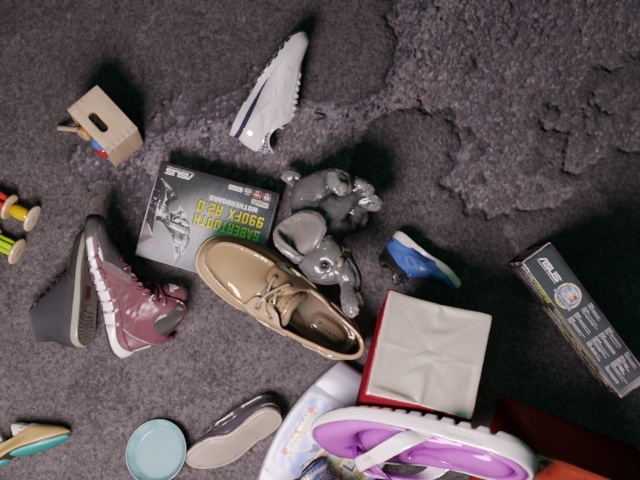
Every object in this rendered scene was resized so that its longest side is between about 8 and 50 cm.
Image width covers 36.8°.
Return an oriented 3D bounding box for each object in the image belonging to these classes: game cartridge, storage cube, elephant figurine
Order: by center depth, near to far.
[{"bbox_3d":[0.173,0.216,1.640,0.184,0.193,0.215,15,70,2],"label":"storage cube"},{"bbox_3d":[0.000,0.000,1.681,0.169,0.186,0.239,29,71,-22],"label":"elephant figurine"},{"bbox_3d":[0.017,0.379,1.747,0.198,0.062,0.297,32,91,1],"label":"game cartridge"}]

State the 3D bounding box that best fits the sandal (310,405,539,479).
[{"bbox_3d":[0.141,0.349,1.553,0.416,0.169,0.102,-4,48,38],"label":"sandal"}]

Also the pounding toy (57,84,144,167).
[{"bbox_3d":[-0.413,-0.207,1.768,0.100,0.130,0.141,-43,86,-10],"label":"pounding toy"}]

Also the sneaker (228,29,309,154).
[{"bbox_3d":[-0.076,-0.273,1.765,0.095,0.090,0.235,30,95,-8],"label":"sneaker"}]

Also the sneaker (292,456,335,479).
[{"bbox_3d":[-0.031,0.448,1.699,0.135,0.052,0.058,-42,92,4],"label":"sneaker"}]

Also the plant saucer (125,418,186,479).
[{"bbox_3d":[-0.300,0.391,1.772,0.119,0.021,0.119,-5,68,13],"label":"plant saucer"}]

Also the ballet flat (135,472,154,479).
[{"bbox_3d":[-0.259,0.464,1.767,0.173,0.057,0.049,13,58,1],"label":"ballet flat"}]

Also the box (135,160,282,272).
[{"bbox_3d":[-0.205,-0.029,1.773,0.231,0.056,0.183,16,90,5],"label":"box"}]

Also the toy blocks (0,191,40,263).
[{"bbox_3d":[-0.618,-0.040,1.808,0.148,0.054,0.123,25,90,5],"label":"toy blocks"}]

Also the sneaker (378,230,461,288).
[{"bbox_3d":[0.174,0.059,1.737,0.152,0.058,0.084,38,86,9],"label":"sneaker"}]

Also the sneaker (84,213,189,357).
[{"bbox_3d":[-0.326,0.070,1.743,0.163,0.106,0.281,-11,116,-6],"label":"sneaker"}]

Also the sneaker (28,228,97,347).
[{"bbox_3d":[-0.476,0.084,1.780,0.118,0.083,0.222,2,79,19],"label":"sneaker"}]

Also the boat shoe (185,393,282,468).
[{"bbox_3d":[-0.160,0.350,1.766,0.206,0.065,0.075,-33,122,14],"label":"boat shoe"}]

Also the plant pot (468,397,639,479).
[{"bbox_3d":[0.395,0.447,1.622,0.267,0.236,0.267,21,90,5],"label":"plant pot"}]

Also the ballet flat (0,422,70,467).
[{"bbox_3d":[-0.579,0.378,1.785,0.232,0.080,0.073,-25,72,2],"label":"ballet flat"}]

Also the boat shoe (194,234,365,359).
[{"bbox_3d":[-0.064,0.099,1.692,0.341,0.110,0.121,31,86,-11],"label":"boat shoe"}]

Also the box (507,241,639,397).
[{"bbox_3d":[0.431,0.129,1.637,0.060,0.216,0.270,-36,85,2],"label":"box"}]
